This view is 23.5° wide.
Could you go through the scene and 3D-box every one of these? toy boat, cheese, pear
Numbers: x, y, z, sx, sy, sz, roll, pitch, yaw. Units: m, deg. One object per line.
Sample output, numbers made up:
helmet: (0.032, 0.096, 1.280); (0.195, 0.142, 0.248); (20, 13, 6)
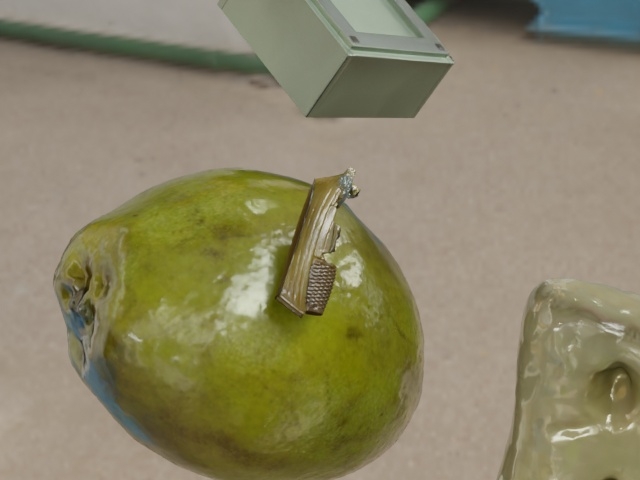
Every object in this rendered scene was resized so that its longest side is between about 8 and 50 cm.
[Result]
toy boat: (0.000, 0.000, 1.432); (0.049, 0.149, 0.047); (19, -15, -7)
cheese: (0.329, 0.229, 1.451); (0.328, 0.351, 0.129); (11, 16, 11)
pear: (-0.074, 0.087, 1.607); (0.413, 0.352, 0.352); (21, 8, -40)

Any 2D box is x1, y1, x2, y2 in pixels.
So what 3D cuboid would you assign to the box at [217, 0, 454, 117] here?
box: (0.026, -0.282, 2.056); (0.225, 0.117, 0.225); (-5, 50, -48)
